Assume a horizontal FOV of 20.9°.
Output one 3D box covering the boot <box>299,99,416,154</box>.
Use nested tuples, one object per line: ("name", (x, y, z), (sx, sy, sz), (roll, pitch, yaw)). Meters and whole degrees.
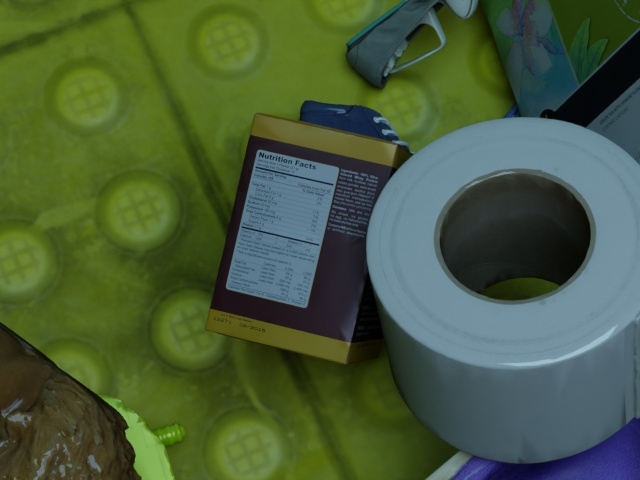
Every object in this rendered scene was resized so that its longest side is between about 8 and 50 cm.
("boot", (0.066, -0.084, 1.692), (0.190, 0.069, 0.086), (9, 75, -2))

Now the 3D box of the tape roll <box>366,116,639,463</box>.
("tape roll", (0.167, 0.041, 1.454), (0.246, 0.169, 0.246), (-5, 55, 7))

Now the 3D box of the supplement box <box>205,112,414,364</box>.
("supplement box", (0.000, 0.000, 1.561), (0.129, 0.191, 0.194), (13, 91, 11))

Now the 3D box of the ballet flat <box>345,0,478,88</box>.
("ballet flat", (0.114, -0.229, 1.699), (0.213, 0.072, 0.068), (-42, 86, 26))

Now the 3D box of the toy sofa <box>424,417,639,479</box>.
("toy sofa", (0.200, 0.225, 1.560), (0.362, 0.177, 0.150), (-38, 80, -16))

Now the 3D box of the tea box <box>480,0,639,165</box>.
("tea box", (0.333, -0.212, 1.608), (0.220, 0.329, 0.324), (-10, 73, -22))

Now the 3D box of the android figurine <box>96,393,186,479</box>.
("android figurine", (-0.243, 0.240, 1.567), (0.272, 0.056, 0.248), (-18, 75, -9))

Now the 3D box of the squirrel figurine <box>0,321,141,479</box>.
("squirrel figurine", (-0.352, 0.230, 1.398), (0.397, 0.281, 0.370), (33, 82, 19))

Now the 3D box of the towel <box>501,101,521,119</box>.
("towel", (0.210, -0.104, 1.736), (0.067, 0.029, 0.119), (39, 73, 5))
